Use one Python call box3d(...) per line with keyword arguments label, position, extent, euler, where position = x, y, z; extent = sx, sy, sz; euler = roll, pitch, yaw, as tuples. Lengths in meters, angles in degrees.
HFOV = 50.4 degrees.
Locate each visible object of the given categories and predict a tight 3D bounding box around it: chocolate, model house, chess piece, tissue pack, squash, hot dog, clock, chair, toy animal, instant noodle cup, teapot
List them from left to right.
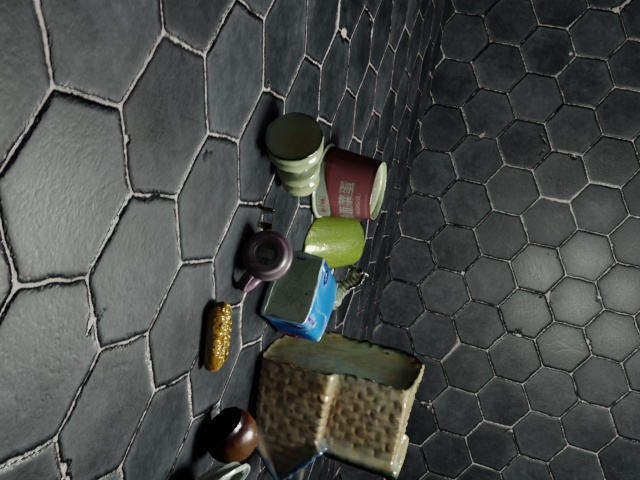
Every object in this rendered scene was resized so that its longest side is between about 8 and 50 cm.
box3d(label="clock", position=(-0.264, 0.575, 1.547), extent=(0.236, 0.053, 0.236), euler=(-35, 160, -15))
box3d(label="hot dog", position=(-0.223, 0.207, 1.485), extent=(0.071, 0.045, 0.165), euler=(-42, 144, -62))
box3d(label="chocolate", position=(-0.208, 0.475, 1.626), extent=(0.127, 0.124, 0.133), euler=(-39, 124, -18))
box3d(label="chair", position=(-0.126, -0.068, 1.612), extent=(0.042, 0.037, 0.086), euler=(62, 39, -86))
box3d(label="teapot", position=(-0.124, 0.059, 1.600), extent=(0.146, 0.116, 0.148), euler=(85, 18, -78))
box3d(label="chess piece", position=(-0.054, -0.183, 1.618), extent=(0.243, 0.133, 0.133), euler=(84, 24, -66))
box3d(label="tissue pack", position=(-0.052, 0.158, 1.890), extent=(0.263, 0.146, 0.198), euler=(62, 43, -68))
box3d(label="squash", position=(0.000, 0.000, 2.190), extent=(0.260, 0.189, 0.189), euler=(-3, 110, -38))
box3d(label="model house", position=(0.047, 0.517, 2.024), extent=(0.395, 0.445, 0.400), euler=(-21, 122, -75))
box3d(label="toy animal", position=(0.053, 0.169, 2.225), extent=(0.073, 0.176, 0.217), euler=(63, 31, -21))
box3d(label="instant noodle cup", position=(0.091, -0.167, 2.055), extent=(0.235, 0.178, 0.235), euler=(12, 90, -74))
